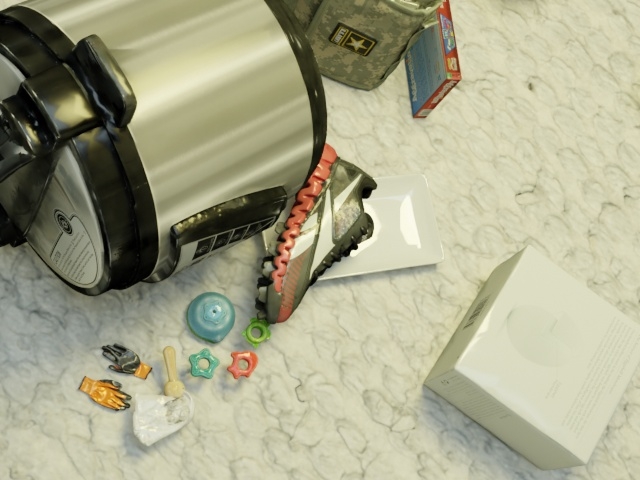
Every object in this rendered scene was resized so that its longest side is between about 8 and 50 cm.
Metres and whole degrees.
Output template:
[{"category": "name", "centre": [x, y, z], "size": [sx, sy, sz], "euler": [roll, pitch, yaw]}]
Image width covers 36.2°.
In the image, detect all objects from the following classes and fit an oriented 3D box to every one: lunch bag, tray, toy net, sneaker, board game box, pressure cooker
[{"category": "lunch bag", "centre": [0.035, -0.377, 1.444], "size": [0.169, 0.235, 0.287], "euler": [-35, 84, -26]}, {"category": "tray", "centre": [0.043, -0.016, 1.448], "size": [0.270, 0.030, 0.145], "euler": [-7, 75, -16]}, {"category": "toy net", "centre": [-0.167, 0.183, 1.329], "size": [0.122, 0.045, 0.232], "euler": [33, 70, -5]}, {"category": "sneaker", "centre": [0.000, 0.000, 1.363], "size": [0.135, 0.097, 0.276], "euler": [23, 68, -4]}, {"category": "board game box", "centre": [0.160, -0.347, 1.516], "size": [0.027, 0.145, 0.281], "euler": [-2, 75, -17]}, {"category": "pressure cooker", "centre": [-0.252, -0.137, 1.211], "size": [0.420, 0.370, 0.375], "euler": [-30, 43, -31]}]

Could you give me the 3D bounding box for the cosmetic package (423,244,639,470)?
[{"category": "cosmetic package", "centre": [0.311, 0.171, 1.401], "size": [0.225, 0.138, 0.224], "euler": [36, 68, 0]}]

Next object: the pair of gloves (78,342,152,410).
[{"category": "pair of gloves", "centre": [-0.275, 0.184, 1.317], "size": [0.074, 0.010, 0.083], "euler": [30, 68, -4]}]
